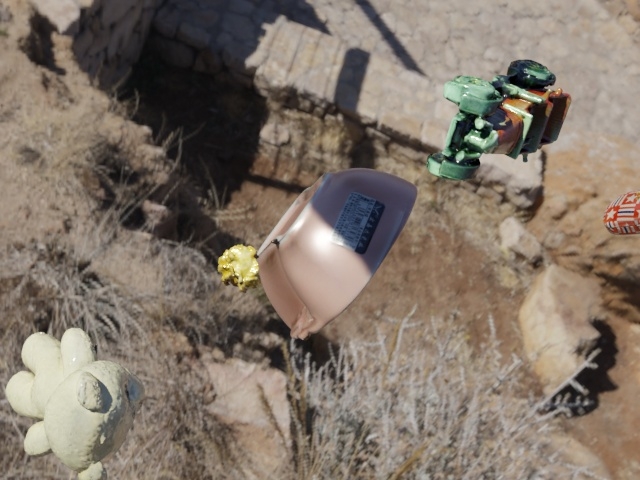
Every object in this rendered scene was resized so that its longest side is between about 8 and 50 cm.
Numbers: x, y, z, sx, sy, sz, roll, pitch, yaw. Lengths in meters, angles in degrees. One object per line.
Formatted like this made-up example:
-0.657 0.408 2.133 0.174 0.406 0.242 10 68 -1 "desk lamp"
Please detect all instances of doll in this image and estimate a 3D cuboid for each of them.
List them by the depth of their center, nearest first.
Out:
-0.359 0.222 1.151 0.149 0.175 0.278 -20 29 -40 "doll"

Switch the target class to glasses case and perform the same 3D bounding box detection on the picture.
0.486 -0.051 1.085 0.049 0.194 0.073 55 49 -26 "glasses case"

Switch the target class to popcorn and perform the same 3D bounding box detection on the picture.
-0.130 0.048 1.323 0.082 0.057 0.083 -1 74 -10 "popcorn"

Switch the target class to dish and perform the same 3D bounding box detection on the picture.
0.000 0.000 0.823 0.090 0.213 0.213 38 50 -9 "dish"

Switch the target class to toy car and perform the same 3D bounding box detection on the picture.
0.130 -0.086 0.570 0.054 0.073 0.143 29 31 26 "toy car"
